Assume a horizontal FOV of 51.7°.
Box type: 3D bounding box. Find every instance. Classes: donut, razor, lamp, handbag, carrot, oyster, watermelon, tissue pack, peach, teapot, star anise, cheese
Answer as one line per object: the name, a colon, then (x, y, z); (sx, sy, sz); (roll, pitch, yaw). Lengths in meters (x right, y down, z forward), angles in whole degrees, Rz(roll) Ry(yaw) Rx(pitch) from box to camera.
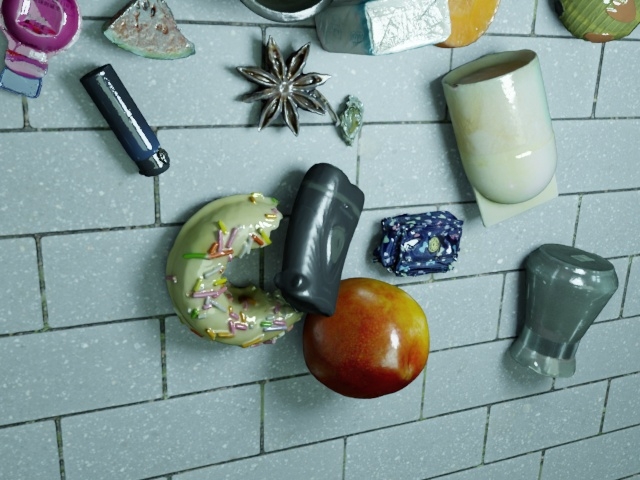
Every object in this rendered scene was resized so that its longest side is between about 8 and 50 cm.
donut: (-0.198, 0.087, 1.528); (0.307, 0.150, 0.370); (-18, 114, -17)
razor: (-0.001, -0.001, 1.527); (0.204, 0.114, 0.348); (43, 56, -51)
lamp: (0.700, -0.640, 1.655); (0.250, 0.250, 0.284); (-43, 84, -6)
handbag: (0.266, 0.013, 1.733); (0.260, 0.113, 0.161); (-3, 114, -31)
carrot: (0.308, -0.604, 1.562); (0.258, 0.100, 0.307); (-31, 118, -9)
oyster: (0.074, -0.293, 1.600); (0.100, 0.037, 0.098); (-61, 140, -19)
watermelon: (-0.344, -0.438, 1.347); (0.187, 0.071, 0.139); (10, 95, -18)
tissue pack: (0.128, -0.472, 1.424); (0.202, 0.271, 0.124); (-15, 113, -18)
peach: (0.113, 0.243, 1.620); (0.308, 0.332, 0.307); (-14, 116, -30)
teapot: (0.702, 0.196, 1.932); (0.300, 0.253, 0.343); (-17, 125, -53)
star anise: (-0.068, -0.337, 1.488); (0.263, 0.081, 0.230); (26, 94, -17)
cheese: (-0.548, -0.398, 1.268); (0.155, 0.062, 0.244); (15, 101, -26)

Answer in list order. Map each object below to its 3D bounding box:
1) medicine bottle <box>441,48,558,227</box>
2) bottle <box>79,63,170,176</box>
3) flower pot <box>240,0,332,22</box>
medicine bottle: (0.468, -0.247, 1.666); (0.236, 0.236, 0.406); (-27, 115, -14)
bottle: (-0.399, -0.245, 1.375); (0.082, 0.072, 0.244); (-13, 120, 25)
flower pot: (-0.093, -0.582, 1.354); (0.269, 0.166, 0.268); (-6, 106, -22)
